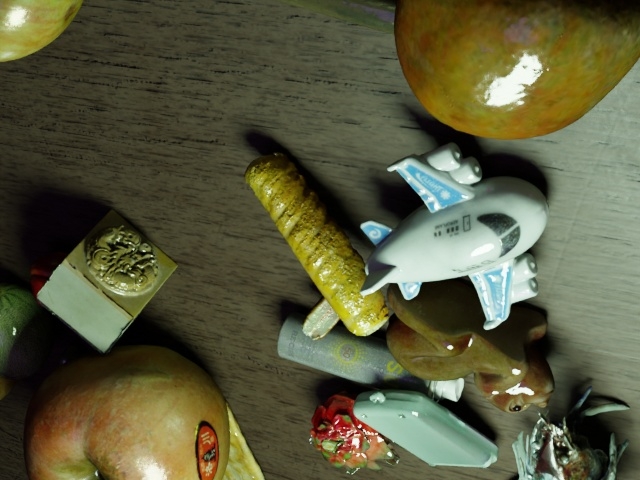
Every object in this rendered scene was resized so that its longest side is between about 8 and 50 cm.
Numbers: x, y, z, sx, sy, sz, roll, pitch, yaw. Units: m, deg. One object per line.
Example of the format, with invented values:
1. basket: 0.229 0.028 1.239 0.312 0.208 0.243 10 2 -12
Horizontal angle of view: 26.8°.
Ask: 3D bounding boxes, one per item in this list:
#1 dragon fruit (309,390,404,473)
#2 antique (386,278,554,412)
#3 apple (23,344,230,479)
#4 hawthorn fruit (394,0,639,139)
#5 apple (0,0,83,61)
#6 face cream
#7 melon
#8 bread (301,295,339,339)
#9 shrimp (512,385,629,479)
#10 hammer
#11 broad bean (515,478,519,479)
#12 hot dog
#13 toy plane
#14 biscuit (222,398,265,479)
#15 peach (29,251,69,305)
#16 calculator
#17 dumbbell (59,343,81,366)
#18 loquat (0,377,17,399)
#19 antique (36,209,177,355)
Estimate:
1. dragon fruit: 0.051 0.298 2.073 0.130 0.121 0.142 43 174 39
2. antique: 0.206 0.152 1.852 0.256 0.121 0.143 20 133 18
3. apple: -0.296 0.324 2.152 0.338 0.305 0.339 11 116 23
4. hawthorn fruit: 0.202 -0.231 1.436 0.267 0.268 0.301 29 137 8
5. apple: -0.421 -0.365 1.738 0.264 0.264 0.264 17 132 19
6. face cream: 0.074 0.178 1.986 0.283 0.073 0.073 16 132 19
7. melon: -0.525 0.160 2.289 0.139 0.139 0.192 13 132 22
8. bread: 0.016 0.098 1.972 0.043 0.109 0.062 41 179 1
9. shrimp: 0.370 0.363 1.898 0.221 0.166 0.411 17 131 34
10. hammer: -0.093 -0.333 1.691 0.439 0.044 0.168 18 134 17
11. broad bean: 0.263 0.441 2.110 0.060 0.043 0.297 46 137 4
12. hot dog: -0.001 0.000 1.838 0.068 0.083 0.289 -39 83 38
13. toy plane: 0.172 -0.002 1.738 0.266 0.123 0.267 8 122 12
14. biscuit: -0.171 0.354 2.312 0.118 0.029 0.247 -4 123 34
15. peach: -0.419 0.067 2.180 0.100 0.101 0.101 17 132 19
16. calculator: 0.155 0.279 1.978 0.141 0.045 0.246 -8 145 47
17. dumbbell: -0.394 0.224 2.323 0.118 0.052 0.046 24 152 11
18. loquat: -0.613 0.223 2.392 0.137 0.163 0.163 26 145 57
19. antique: -0.329 0.061 2.081 0.146 0.152 0.148 41 133 -5
